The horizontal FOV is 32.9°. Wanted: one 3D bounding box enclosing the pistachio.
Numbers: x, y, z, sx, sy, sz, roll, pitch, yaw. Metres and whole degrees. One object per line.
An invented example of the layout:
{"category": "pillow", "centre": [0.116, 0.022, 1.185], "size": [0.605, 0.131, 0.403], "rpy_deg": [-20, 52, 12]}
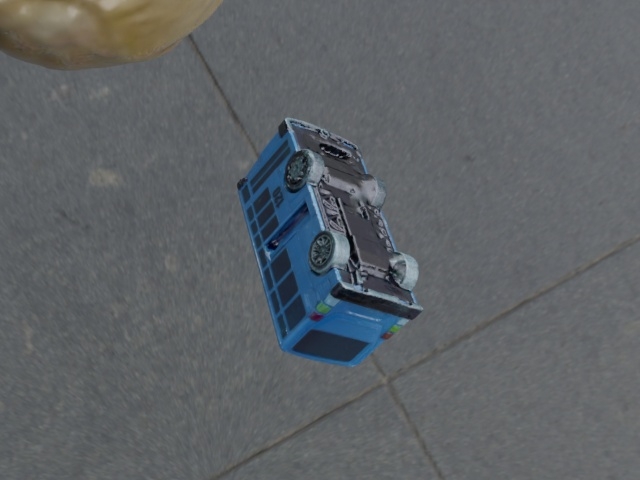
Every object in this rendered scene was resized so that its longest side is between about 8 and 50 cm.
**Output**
{"category": "pistachio", "centre": [-0.166, -0.218, 0.814], "size": [0.181, 0.162, 0.293], "rpy_deg": [53, 38, -3]}

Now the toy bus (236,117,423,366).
{"category": "toy bus", "centre": [0.000, 0.000, 0.868], "size": [0.090, 0.106, 0.185], "rpy_deg": [17, 40, -35]}
